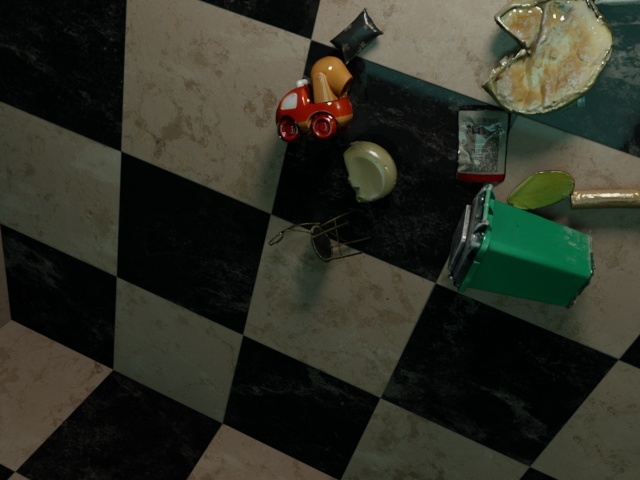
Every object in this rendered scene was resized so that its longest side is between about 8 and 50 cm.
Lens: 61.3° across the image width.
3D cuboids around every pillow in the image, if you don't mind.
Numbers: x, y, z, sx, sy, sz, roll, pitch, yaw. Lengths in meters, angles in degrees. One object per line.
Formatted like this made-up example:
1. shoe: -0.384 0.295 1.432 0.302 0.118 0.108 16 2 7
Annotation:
1. pillow: 0.107 -0.607 1.613 0.150 0.048 0.090 -35 110 30

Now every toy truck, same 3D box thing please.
1. toy truck: -0.020 -0.439 1.688 0.265 0.189 0.239 -2 108 24

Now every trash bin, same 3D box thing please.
1. trash bin: 0.607 0.027 1.645 0.381 0.259 0.295 15 139 5

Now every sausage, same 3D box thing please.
1. sausage: 0.888 -0.119 1.570 0.301 0.066 0.065 0 119 20

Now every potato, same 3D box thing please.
1. potato: 0.668 -0.159 1.644 0.119 0.054 0.198 45 130 -14

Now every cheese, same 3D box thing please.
1. cheese: 0.159 -0.236 1.785 0.175 0.091 0.202 -19 109 30

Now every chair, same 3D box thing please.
1. chair: 0.000 0.000 1.953 0.326 0.160 0.170 -19 109 26

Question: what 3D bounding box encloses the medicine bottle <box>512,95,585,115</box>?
1. medicine bottle: 0.638 -0.386 1.522 0.191 0.051 0.051 -1 118 23

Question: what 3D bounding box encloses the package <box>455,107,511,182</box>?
1. package: 0.492 -0.287 1.652 0.154 0.030 0.239 5 121 18

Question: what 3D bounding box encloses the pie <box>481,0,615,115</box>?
1. pie: 0.598 -0.490 1.435 0.338 0.075 0.337 5 109 14

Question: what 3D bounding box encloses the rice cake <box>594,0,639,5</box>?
1. rice cake: 0.794 -0.604 1.340 0.208 0.033 0.033 7 131 20
